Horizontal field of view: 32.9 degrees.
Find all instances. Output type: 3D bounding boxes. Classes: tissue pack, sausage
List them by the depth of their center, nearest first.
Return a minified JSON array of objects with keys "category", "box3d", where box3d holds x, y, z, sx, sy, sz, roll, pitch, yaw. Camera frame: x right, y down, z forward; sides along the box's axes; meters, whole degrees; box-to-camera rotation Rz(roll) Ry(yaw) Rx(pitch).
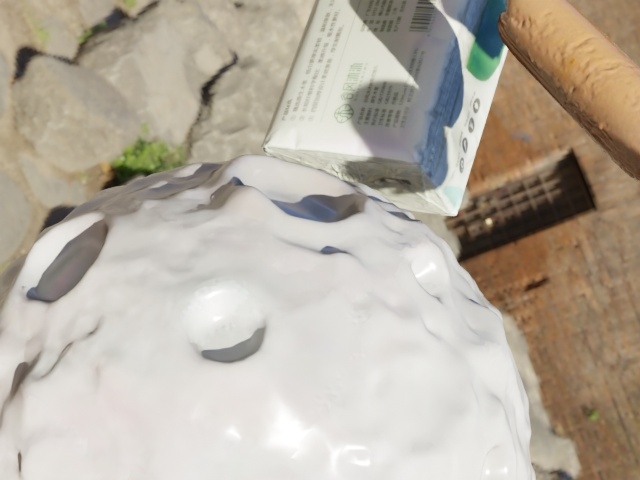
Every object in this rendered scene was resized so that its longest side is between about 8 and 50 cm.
[{"category":"sausage","box3d":[0.286,-0.167,1.137,0.289,0.086,0.086,54,3,31]},{"category":"tissue pack","box3d":[0.105,-0.236,1.559,0.194,0.266,0.356,47,57,-56]}]

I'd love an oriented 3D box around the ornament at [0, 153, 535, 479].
[{"category":"ornament","box3d":[-0.037,0.124,0.621,0.337,0.337,0.337,-21,90,-78]}]
